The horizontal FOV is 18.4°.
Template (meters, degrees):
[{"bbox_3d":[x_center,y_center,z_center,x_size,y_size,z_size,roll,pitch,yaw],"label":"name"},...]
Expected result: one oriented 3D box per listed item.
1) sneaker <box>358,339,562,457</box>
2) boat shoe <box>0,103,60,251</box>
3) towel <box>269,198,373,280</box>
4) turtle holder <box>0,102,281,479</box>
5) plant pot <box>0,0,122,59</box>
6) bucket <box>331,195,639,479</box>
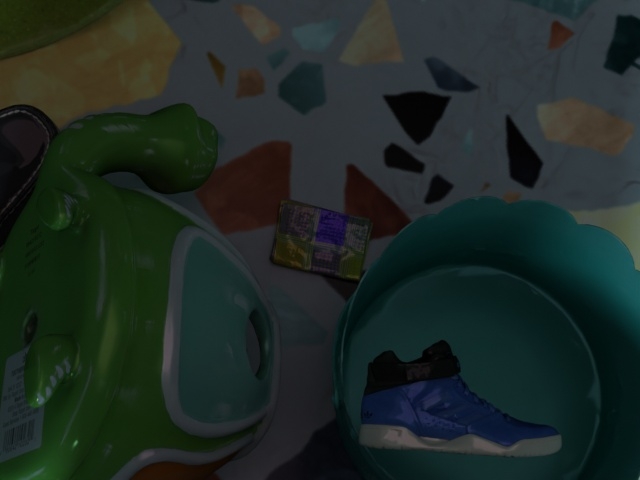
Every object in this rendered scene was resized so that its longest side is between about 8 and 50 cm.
[{"bbox_3d":[0.107,0.117,1.474,0.152,0.058,0.085,4,85,1],"label":"sneaker"},{"bbox_3d":[-0.323,-0.008,1.619,0.285,0.092,0.103,-41,87,-13],"label":"boat shoe"},{"bbox_3d":[0.000,0.000,1.702,0.083,0.009,0.060,14,75,-4],"label":"towel"},{"bbox_3d":[-0.162,0.063,1.574,0.227,0.243,0.320,15,38,-29],"label":"turtle holder"},{"bbox_3d":[-0.296,-0.326,1.630,0.276,0.276,0.254,-19,69,-11],"label":"plant pot"},{"bbox_3d":[0.138,0.110,1.605,0.281,0.183,0.281,2,77,-8],"label":"bucket"}]
